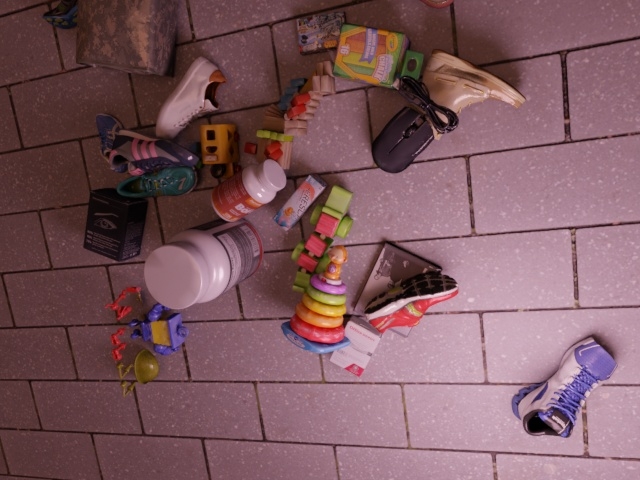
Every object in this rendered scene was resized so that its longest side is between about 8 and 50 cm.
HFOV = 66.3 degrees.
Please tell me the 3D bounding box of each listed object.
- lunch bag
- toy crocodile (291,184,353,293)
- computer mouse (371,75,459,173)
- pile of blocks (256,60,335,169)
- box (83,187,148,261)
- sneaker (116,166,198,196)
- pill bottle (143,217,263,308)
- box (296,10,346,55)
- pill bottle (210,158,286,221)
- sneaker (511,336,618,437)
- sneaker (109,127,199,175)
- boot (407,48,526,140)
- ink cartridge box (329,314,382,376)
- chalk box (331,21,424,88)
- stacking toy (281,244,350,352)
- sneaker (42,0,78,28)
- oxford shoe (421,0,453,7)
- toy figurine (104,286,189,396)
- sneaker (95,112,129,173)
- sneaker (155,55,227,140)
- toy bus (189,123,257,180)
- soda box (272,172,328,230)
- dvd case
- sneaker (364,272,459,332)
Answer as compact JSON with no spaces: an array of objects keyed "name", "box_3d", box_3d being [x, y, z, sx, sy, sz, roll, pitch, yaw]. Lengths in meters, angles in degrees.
[{"name":"lunch bag","box_3d":[-0.586,-0.623,1.450,0.287,0.169,0.235,12,105,10]},{"name":"toy crocodile","box_3d":[0.000,0.000,1.435,0.115,0.105,0.340,30,108,9]},{"name":"computer mouse","box_3d":[0.208,-0.269,1.269,0.188,0.072,0.272,43,140,6]},{"name":"pile of blocks","box_3d":[-0.092,-0.358,1.384,0.149,0.112,0.362,36,109,7]},{"name":"box","box_3d":[-0.681,-0.054,1.630,0.153,0.108,0.207,20,106,13]},{"name":"sneaker","box_3d":[-0.515,-0.178,1.552,0.275,0.110,0.107,-10,101,18]},{"name":"pill bottle","box_3d":[-0.325,0.058,1.409,0.210,0.363,0.210,4,102,17]},{"name":"box","box_3d":[0.006,-0.571,1.354,0.137,0.027,0.093,-2,99,18]},{"name":"pill bottle","box_3d":[-0.207,-0.147,1.418,0.216,0.121,0.121,-25,93,33]},{"name":"sneaker","box_3d":[0.647,0.417,1.285,0.127,0.182,0.315,42,110,3]},{"name":"sneaker","box_3d":[-0.510,-0.245,1.490,0.319,0.112,0.131,17,79,28]},{"name":"boot","box_3d":[0.363,-0.344,1.259,0.262,0.095,0.203,27,112,2]},{"name":"ink cartridge box","box_3d":[0.109,0.319,1.491,0.109,0.063,0.150,28,108,10]},{"name":"chalk box","box_3d":[0.157,-0.470,1.273,0.213,0.132,0.132,15,106,14]},{"name":"stacking toy","box_3d":[0.017,0.155,1.394,0.175,0.166,0.301,26,107,37]},{"name":"sneaker","box_3d":[-0.798,-0.731,1.555,0.188,0.067,0.078,-12,77,21]},{"name":"oxford shoe","box_3d":[0.185,-0.704,1.215,0.348,0.130,0.123,28,108,10]},{"name":"toy figurine","box_3d":[-0.546,0.337,1.637,0.217,0.191,0.362,-1,102,12]},{"name":"sneaker","box_3d":[-0.674,-0.316,1.587,0.080,0.081,0.211,-25,92,22]},{"name":"sneaker","box_3d":[-0.387,-0.395,1.469,0.123,0.106,0.290,40,110,4]},{"name":"toy bus","box_3d":[-0.307,-0.256,1.475,0.202,0.104,0.191,45,110,4]},{"name":"soda box","box_3d":[-0.058,-0.114,1.451,0.058,0.063,0.183,43,110,4]},{"name":"dvd case","box_3d":[0.223,0.145,1.438,0.179,0.029,0.238,26,108,10]},{"name":"sneaker","box_3d":[0.264,0.182,1.382,0.279,0.107,0.118,-24,113,23]}]
